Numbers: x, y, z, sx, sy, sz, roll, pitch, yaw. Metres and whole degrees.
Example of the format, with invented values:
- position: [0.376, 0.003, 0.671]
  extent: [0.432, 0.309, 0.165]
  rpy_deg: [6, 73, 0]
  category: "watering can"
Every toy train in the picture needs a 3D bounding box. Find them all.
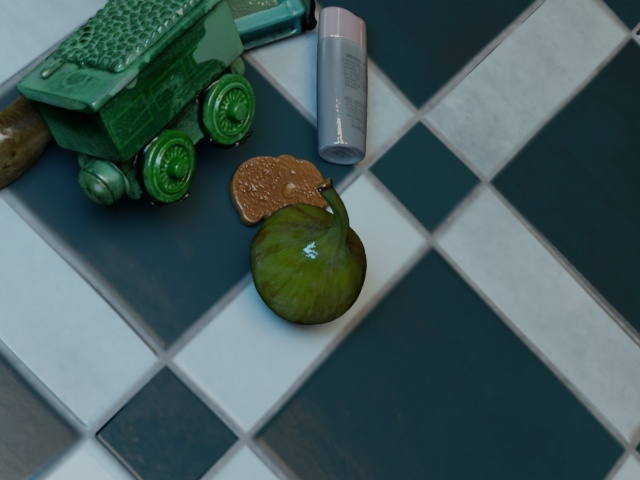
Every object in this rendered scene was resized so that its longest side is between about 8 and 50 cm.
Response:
- position: [-0.194, -0.164, 1.484]
  extent: [0.145, 0.202, 0.266]
  rpy_deg: [17, 52, 36]
  category: "toy train"

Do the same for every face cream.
- position: [0.027, -0.199, 1.673]
  extent: [0.084, 0.057, 0.198]
  rpy_deg: [27, 56, -48]
  category: "face cream"

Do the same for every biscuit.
- position: [-0.050, -0.059, 1.615]
  extent: [0.130, 0.019, 0.102]
  rpy_deg: [1, 70, -21]
  category: "biscuit"

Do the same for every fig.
- position: [0.000, 0.000, 1.485]
  extent: [0.149, 0.245, 0.149]
  rpy_deg: [7, 62, -14]
  category: "fig"

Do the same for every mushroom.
- position: [-0.359, -0.113, 1.478]
  extent: [0.072, 0.094, 0.210]
  rpy_deg: [43, 57, 2]
  category: "mushroom"

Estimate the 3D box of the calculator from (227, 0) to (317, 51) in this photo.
- position: [-0.161, -0.360, 1.666]
  extent: [0.248, 0.058, 0.274]
  rpy_deg: [-22, 79, -28]
  category: "calculator"
